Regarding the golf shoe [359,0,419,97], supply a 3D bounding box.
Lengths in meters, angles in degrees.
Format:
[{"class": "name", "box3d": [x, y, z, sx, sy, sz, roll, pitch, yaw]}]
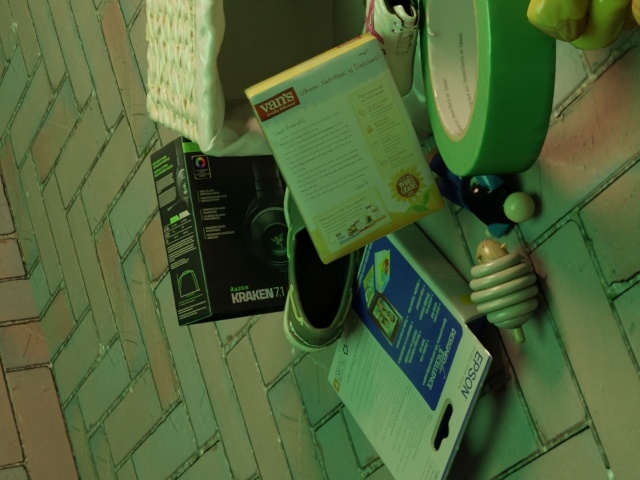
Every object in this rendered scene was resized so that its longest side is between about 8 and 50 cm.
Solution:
[{"class": "golf shoe", "box3d": [0.087, -0.261, 1.823, 0.086, 0.067, 0.186, 30, 135, 61]}]

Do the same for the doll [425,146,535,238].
[{"class": "doll", "box3d": [0.195, -0.063, 1.835, 0.189, 0.046, 0.129, 31, 147, 52]}]

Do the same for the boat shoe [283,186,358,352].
[{"class": "boat shoe", "box3d": [0.005, 0.001, 2.083, 0.091, 0.109, 0.305, 129, 147, -71]}]

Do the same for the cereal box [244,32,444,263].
[{"class": "cereal box", "box3d": [0.032, -0.113, 1.829, 0.047, 0.173, 0.240, -125, 11, -70]}]

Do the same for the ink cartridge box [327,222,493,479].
[{"class": "ink cartridge box", "box3d": [0.131, 0.171, 1.996, 0.307, 0.072, 0.304, 51, 137, 41]}]

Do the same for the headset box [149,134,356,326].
[{"class": "headset box", "box3d": [-0.098, -0.035, 2.173, 0.131, 0.246, 0.283, -22, 76, 61]}]

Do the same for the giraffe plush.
[{"class": "giraffe plush", "box3d": [0.326, -0.267, 1.456, 0.170, 0.181, 0.210, 34, 141, 39]}]

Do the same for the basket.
[{"class": "basket", "box3d": [-0.043, -0.295, 1.947, 0.266, 0.331, 0.328, -153, 61, -63]}]

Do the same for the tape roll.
[{"class": "tape roll", "box3d": [0.183, -0.234, 1.690, 0.321, 0.077, 0.321, 175, 90, -82]}]

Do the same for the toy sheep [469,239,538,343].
[{"class": "toy sheep", "box3d": [0.222, 0.061, 1.791, 0.091, 0.091, 0.132, -26, 88, 60]}]
